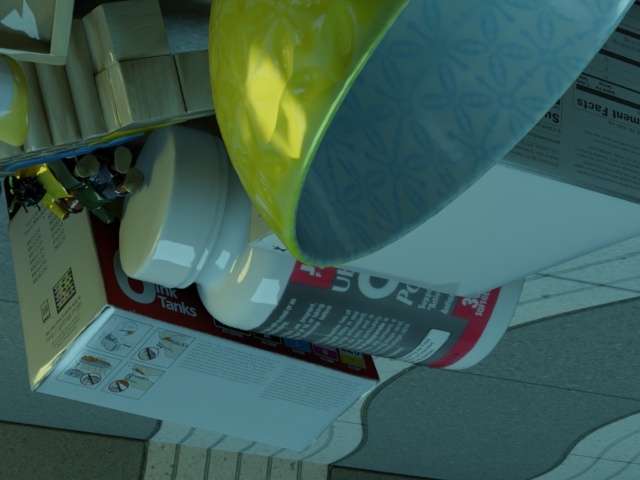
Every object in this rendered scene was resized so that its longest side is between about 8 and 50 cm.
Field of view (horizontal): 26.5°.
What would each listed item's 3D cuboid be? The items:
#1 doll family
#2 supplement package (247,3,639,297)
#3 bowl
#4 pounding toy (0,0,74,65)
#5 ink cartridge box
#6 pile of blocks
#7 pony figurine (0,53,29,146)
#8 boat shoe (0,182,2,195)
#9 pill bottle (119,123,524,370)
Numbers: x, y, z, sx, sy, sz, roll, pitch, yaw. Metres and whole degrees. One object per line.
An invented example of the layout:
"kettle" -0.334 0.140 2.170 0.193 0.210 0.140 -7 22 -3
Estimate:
"doll family" -0.236 -0.082 1.097 0.111 0.076 0.193 -19 107 45
"supplement package" 0.098 -0.070 0.963 0.204 0.145 0.262 14 161 -24
"bowl" 0.038 -0.143 0.676 0.156 0.289 0.289 44 171 17
"pounding toy" -0.187 -0.177 0.826 0.141 0.100 0.130 6 148 -12
"ink cartridge box" -0.129 0.034 1.298 0.309 0.271 0.130 19 127 -38
"pile of blocks" -0.244 -0.106 0.981 0.362 0.112 0.149 -13 180 5
"pony figurine" -0.313 -0.159 0.579 0.364 0.303 0.350 -15 130 -31
"boat shoe" -0.329 -0.052 1.306 0.040 0.049 0.142 7 169 -26
"pill bottle" 0.000 0.000 1.156 0.319 0.176 0.176 13 161 -24
